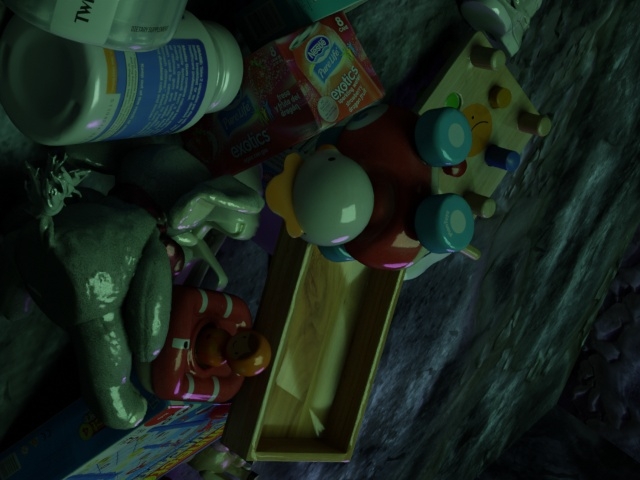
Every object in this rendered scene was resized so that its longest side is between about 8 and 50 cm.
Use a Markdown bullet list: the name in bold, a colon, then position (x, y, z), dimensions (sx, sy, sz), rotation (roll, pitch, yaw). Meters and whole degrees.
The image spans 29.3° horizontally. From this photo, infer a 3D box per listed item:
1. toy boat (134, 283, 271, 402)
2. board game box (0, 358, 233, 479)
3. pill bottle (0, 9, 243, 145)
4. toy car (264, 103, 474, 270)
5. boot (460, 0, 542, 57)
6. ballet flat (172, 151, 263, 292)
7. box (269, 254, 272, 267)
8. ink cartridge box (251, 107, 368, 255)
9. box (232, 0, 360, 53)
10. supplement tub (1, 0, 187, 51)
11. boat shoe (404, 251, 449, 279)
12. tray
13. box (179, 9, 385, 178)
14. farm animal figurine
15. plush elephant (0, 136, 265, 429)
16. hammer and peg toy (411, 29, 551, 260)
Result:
- **toy boat**: position (-0.134, 0.140, 1.592), dimensions (0.231, 0.151, 0.151), rotation (16, 80, -61)
- **board game box**: position (-0.267, 0.278, 1.798), dimensions (0.308, 0.086, 0.302), rotation (-35, 161, 19)
- **pill bottle**: position (-0.211, -0.189, 1.366), dimensions (0.272, 0.152, 0.152), rotation (-13, 133, -55)
- **toy car**: position (0.030, -0.071, 1.498), dimensions (0.238, 0.219, 0.210), rotation (4, 84, -44)
- **boot**: position (0.318, -0.414, 2.121), dimensions (0.123, 0.095, 0.258), rotation (-61, 164, 0)
- **ballet flat**: position (-0.162, -0.002, 1.719), dimensions (0.400, 0.139, 0.139), rotation (-59, 155, 9)
- **box**: position (0.000, 0.000, 2.053), dimensions (0.158, 0.093, 0.156), rotation (-39, 152, -33)
- **ink cartridge box**: position (0.017, -0.077, 1.891), dimensions (0.232, 0.171, 0.168), rotation (-44, 153, -21)
- **box**: position (0.003, -0.321, 1.615), dimensions (0.100, 0.060, 0.244), rotation (-21, -170, 44)
- **supplement tub**: position (-0.183, -0.356, 1.156), dimensions (0.193, 0.193, 0.316), rotation (-17, 136, -53)
- **boat shoe**: position (0.167, -0.046, 2.258), dimensions (0.367, 0.135, 0.157), rotation (-30, 122, -63)
- **tray**: position (0.005, 0.110, 1.750), dimensions (0.202, 0.076, 0.411), rotation (10, 98, -42)
- **box**: position (-0.061, -0.174, 1.537), dimensions (0.128, 0.123, 0.257), rotation (-32, -173, -39)
- **farm animal figurine**: position (-0.184, 0.335, 2.089), dimensions (0.330, 0.172, 0.327), rotation (-59, 169, -9)
- **plush elephant**: position (-0.224, -0.007, 1.428), dimensions (0.255, 0.272, 0.330), rotation (-31, 145, -37)
- **hammer and peg toy**: position (0.229, -0.145, 2.116), dimensions (0.361, 0.127, 0.266), rotation (-55, 130, -11)
